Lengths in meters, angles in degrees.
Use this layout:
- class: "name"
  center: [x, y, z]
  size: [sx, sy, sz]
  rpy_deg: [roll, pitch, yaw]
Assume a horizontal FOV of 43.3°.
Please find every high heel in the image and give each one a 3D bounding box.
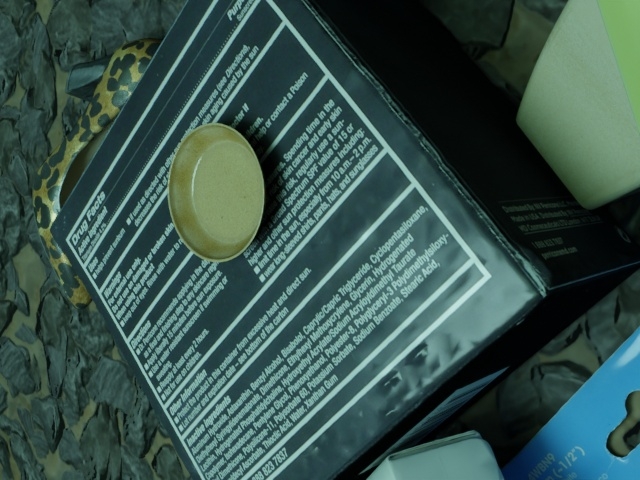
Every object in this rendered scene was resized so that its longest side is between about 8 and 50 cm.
- class: "high heel"
  center: [-0.195, -0.060, 0.774]
  size: [0.186, 0.093, 0.261]
  rpy_deg: [1, 87, 46]

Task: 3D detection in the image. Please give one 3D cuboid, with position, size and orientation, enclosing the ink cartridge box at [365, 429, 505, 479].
- class: "ink cartridge box"
  center: [0.071, 0.224, 0.552]
  size: [0.175, 0.072, 0.127]
  rpy_deg: [113, 143, -53]

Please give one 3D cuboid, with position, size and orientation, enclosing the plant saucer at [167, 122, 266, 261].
- class: "plant saucer"
  center: [-0.060, -0.029, 0.488]
  size: [0.083, 0.015, 0.083]
  rpy_deg: [4, 97, 39]

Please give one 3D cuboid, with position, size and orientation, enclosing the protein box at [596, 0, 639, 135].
- class: "protein box"
  center: [0.210, -0.149, 0.317]
  size: [0.136, 0.201, 0.200]
  rpy_deg: [-6, 114, 49]

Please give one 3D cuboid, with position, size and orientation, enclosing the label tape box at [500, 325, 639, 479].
- class: "label tape box"
  center: [0.261, 0.205, 0.425]
  size: [0.348, 0.115, 0.249]
  rpy_deg: [47, 122, 23]

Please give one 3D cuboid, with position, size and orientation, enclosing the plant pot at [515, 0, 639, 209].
- class: "plant pot"
  center: [0.181, -0.079, 0.466]
  size: [0.109, 0.109, 0.096]
  rpy_deg: [57, 138, 19]

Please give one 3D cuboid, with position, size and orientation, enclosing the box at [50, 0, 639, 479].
- class: "box"
  center: [0.000, 0.000, 0.568]
  size: [0.296, 0.182, 0.294]
  rpy_deg: [-48, 67, 31]
